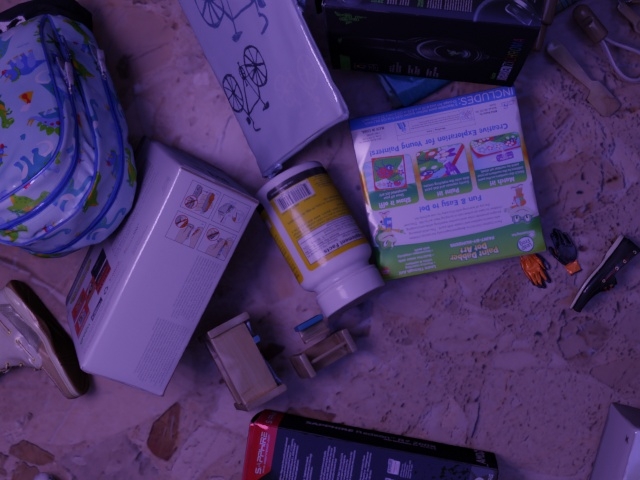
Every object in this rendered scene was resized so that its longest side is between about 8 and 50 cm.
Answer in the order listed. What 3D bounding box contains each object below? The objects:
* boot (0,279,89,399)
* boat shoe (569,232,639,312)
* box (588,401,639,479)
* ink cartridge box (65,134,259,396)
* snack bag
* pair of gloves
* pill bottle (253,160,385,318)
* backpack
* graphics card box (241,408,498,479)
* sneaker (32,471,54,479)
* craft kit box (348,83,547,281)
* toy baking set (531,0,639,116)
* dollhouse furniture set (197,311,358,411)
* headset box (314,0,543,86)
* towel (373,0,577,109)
[{"bbox_3d":[-0.475,0.191,1.456,0.165,0.077,0.213,-38,83,7],"label":"boot"},{"bbox_3d":[0.413,0.053,1.358,0.042,0.049,0.133,39,92,11],"label":"boat shoe"},{"bbox_3d":[0.561,0.386,1.298,0.345,0.168,0.215,15,95,5],"label":"box"},{"bbox_3d":[-0.246,0.023,1.370,0.130,0.272,0.309,24,97,-26],"label":"ink cartridge box"},{"bbox_3d":[-0.084,-0.275,1.289,0.037,0.323,0.343,-25,89,-26],"label":"snack bag"},{"bbox_3d":[0.339,0.027,1.385,0.083,0.010,0.074,-27,89,6],"label":"pair of gloves"},{"bbox_3d":[0.000,0.000,1.356,0.119,0.119,0.208,-31,81,7],"label":"pill bottle"},{"bbox_3d":[-0.410,-0.145,1.316,0.290,0.273,0.356,-26,82,6],"label":"backpack"},{"bbox_3d":[0.064,0.403,1.395,0.370,0.094,0.233,9,94,7],"label":"graphics card box"},{"bbox_3d":[-0.420,0.487,1.472,0.126,0.091,0.240,12,94,-12],"label":"sneaker"},{"bbox_3d":[0.186,-0.081,1.372,0.249,0.061,0.247,-10,88,9],"label":"craft kit box"},{"bbox_3d":[0.397,-0.315,1.329,0.196,0.030,0.256,15,100,-4],"label":"toy baking set"},{"bbox_3d":[-0.067,0.155,1.398,0.183,0.129,0.129,-28,89,-17],"label":"dollhouse furniture set"},{"bbox_3d":[0.135,-0.311,1.226,0.283,0.246,0.131,7,83,4],"label":"headset box"},{"bbox_3d":[0.200,-0.396,1.368,0.370,0.040,0.271,-31,90,5],"label":"towel"}]
